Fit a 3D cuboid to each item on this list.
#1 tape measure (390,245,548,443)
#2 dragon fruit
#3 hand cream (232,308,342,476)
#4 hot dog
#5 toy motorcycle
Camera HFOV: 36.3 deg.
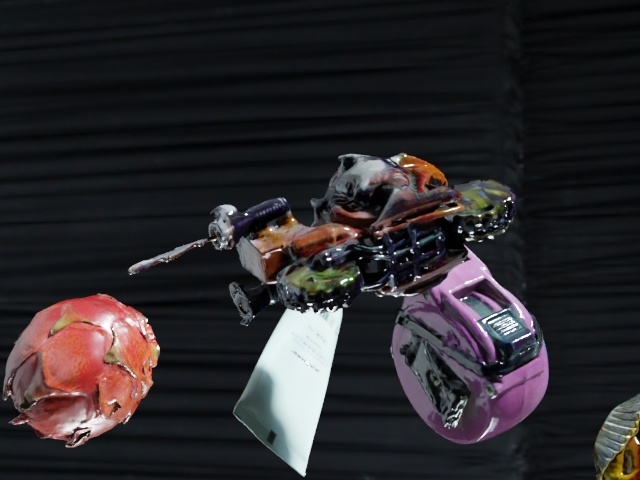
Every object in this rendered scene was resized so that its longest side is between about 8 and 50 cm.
[{"bbox_3d":[0.191,0.154,1.351,0.149,0.245,0.231,-20,139,-31],"label":"tape measure"},{"bbox_3d":[-0.383,0.205,1.580,0.241,0.252,0.241,-23,90,-83],"label":"dragon fruit"},{"bbox_3d":[-0.027,0.153,1.208,0.109,0.067,0.321,44,24,-12],"label":"hand cream"},{"bbox_3d":[0.413,0.301,1.140,0.162,0.082,0.270,-39,109,-23],"label":"hot dog"},{"bbox_3d":[0.000,0.000,1.016,0.207,0.401,0.134,35,-37,49],"label":"toy motorcycle"}]
